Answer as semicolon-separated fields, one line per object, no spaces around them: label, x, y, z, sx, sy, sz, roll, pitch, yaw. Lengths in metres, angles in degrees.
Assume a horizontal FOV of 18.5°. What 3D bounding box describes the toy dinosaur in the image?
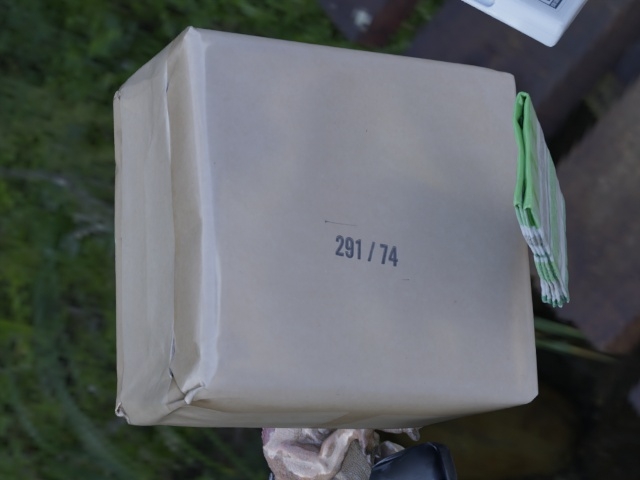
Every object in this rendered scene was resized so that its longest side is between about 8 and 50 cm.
toy dinosaur;-0.002;0.226;1.902;0.200;0.296;0.127;1;34;30

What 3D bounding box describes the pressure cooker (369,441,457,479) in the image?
pressure cooker;0.157;0.401;1.693;0.370;0.420;0.375;38;109;44

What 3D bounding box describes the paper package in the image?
paper package;0.000;0.000;1.644;0.168;0.325;0.309;-22;67;57

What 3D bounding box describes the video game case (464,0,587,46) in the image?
video game case;0.109;-0.217;1.345;0.183;0.201;0.023;29;125;7

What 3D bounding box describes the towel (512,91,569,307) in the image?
towel;0.171;-0.030;1.551;0.023;0.152;0.113;-8;56;14
